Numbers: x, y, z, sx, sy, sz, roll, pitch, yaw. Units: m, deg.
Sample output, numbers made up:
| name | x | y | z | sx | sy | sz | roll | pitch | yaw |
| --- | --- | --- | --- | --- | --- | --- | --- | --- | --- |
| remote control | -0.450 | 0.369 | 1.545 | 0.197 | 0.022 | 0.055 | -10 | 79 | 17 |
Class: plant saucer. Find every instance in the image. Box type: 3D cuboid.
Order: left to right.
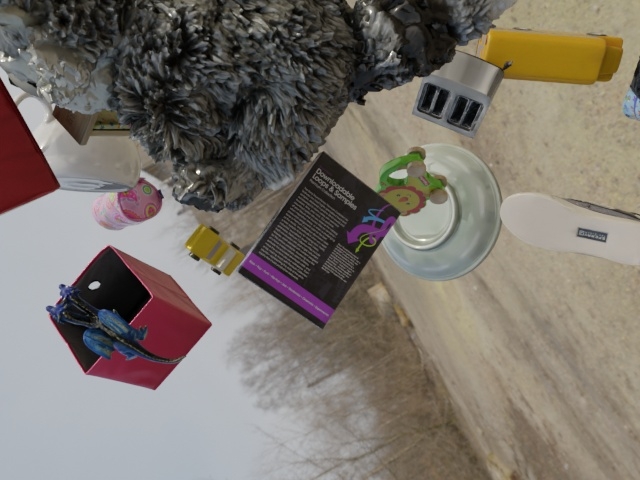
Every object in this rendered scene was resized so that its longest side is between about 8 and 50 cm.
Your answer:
| name | x | y | z | sx | sy | sz | roll | pitch | yaw |
| --- | --- | --- | --- | --- | --- | --- | --- | --- | --- |
| plant saucer | 0.306 | -0.080 | 1.527 | 0.100 | 0.400 | 0.400 | -3 | -122 | -50 |

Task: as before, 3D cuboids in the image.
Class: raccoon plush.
| name | x | y | z | sx | sy | sz | roll | pitch | yaw |
| --- | --- | --- | --- | --- | --- | --- | --- | --- | --- |
| raccoon plush | -0.082 | -0.234 | 0.467 | 0.299 | 0.446 | 0.216 | 46 | -168 | -44 |

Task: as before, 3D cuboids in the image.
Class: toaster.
| name | x | y | z | sx | sy | sz | roll | pitch | yaw |
| --- | --- | --- | --- | --- | --- | --- | --- | --- | --- |
| toaster | 0.316 | -0.341 | 1.238 | 0.168 | 0.110 | 0.185 | 24 | 152 | 8 |

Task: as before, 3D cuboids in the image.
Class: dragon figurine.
| name | x | y | z | sx | sy | sz | roll | pitch | yaw |
| --- | --- | --- | --- | --- | --- | --- | --- | --- | --- |
| dragon figurine | -0.430 | 0.193 | 1.116 | 0.289 | 0.085 | 0.144 | 31 | 170 | 12 |

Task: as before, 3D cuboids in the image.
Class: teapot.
| name | x | y | z | sx | sy | sz | roll | pitch | yaw |
| --- | --- | --- | --- | --- | --- | --- | --- | --- | --- |
| teapot | -0.520 | -0.211 | 1.178 | 0.256 | 0.252 | 0.187 | 172 | 99 | -72 |

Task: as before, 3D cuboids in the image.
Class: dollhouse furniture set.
| name | x | y | z | sx | sy | sz | roll | pitch | yaw |
| --- | --- | --- | --- | --- | --- | --- | --- | --- | --- |
| dollhouse furniture set | -0.245 | -0.207 | 0.664 | 0.161 | 0.101 | 0.182 | 44 | -152 | 16 |

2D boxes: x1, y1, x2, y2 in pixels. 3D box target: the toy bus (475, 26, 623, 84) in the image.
| name | x | y | z | sx | sy | sz | roll | pitch | yaw |
| --- | --- | --- | --- | --- | --- | --- | --- | --- | --- |
| toy bus | 0.538 | -0.434 | 1.265 | 0.130 | 0.333 | 0.108 | -85 | 0 | -63 |

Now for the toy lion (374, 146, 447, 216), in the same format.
| name | x | y | z | sx | sy | sz | roll | pitch | yaw |
| --- | --- | --- | --- | --- | --- | --- | --- | --- | --- |
| toy lion | 0.108 | -0.068 | 0.694 | 0.100 | 0.096 | 0.034 | 41 | -137 | -42 |

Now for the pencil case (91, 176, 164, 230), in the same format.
| name | x | y | z | sx | sy | sz | roll | pitch | yaw |
| --- | --- | --- | --- | --- | --- | --- | --- | --- | --- |
| pencil case | -0.525 | -0.096 | 1.453 | 0.284 | 0.124 | 0.124 | -9 | 114 | 55 |

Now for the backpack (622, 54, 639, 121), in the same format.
| name | x | y | z | sx | sy | sz | roll | pitch | yaw |
| --- | --- | --- | --- | --- | --- | --- | --- | --- | --- |
| backpack | 0.778 | -0.327 | 1.210 | 0.173 | 0.158 | 0.117 | 84 | 180 | -49 |

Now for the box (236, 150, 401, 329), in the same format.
| name | x | y | z | sx | sy | sz | roll | pitch | yaw |
| --- | --- | --- | --- | --- | --- | --- | --- | --- | --- |
| box | 0.000 | 0.000 | 0.596 | 0.116 | 0.162 | 0.029 | 37 | 175 | -14 |

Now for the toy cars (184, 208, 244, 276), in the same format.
| name | x | y | z | sx | sy | sz | roll | pitch | yaw |
| --- | --- | --- | --- | --- | --- | --- | --- | --- | --- |
| toy cars | -0.277 | -0.053 | 1.446 | 0.087 | 0.176 | 0.393 | 30 | 130 | 42 |

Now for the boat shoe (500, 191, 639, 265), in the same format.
| name | x | y | z | sx | sy | sz | roll | pitch | yaw |
| --- | --- | --- | --- | --- | --- | --- | --- | --- | --- |
| boat shoe | 0.601 | -0.033 | 1.244 | 0.340 | 0.127 | 0.158 | 23 | -159 | 32 |

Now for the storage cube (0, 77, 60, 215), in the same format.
| name | x | y | z | sx | sy | sz | roll | pitch | yaw |
| --- | --- | --- | --- | --- | --- | --- | --- | --- | --- |
| storage cube | -0.413 | -0.110 | 0.556 | 0.215 | 0.184 | 0.193 | 22 | 138 | 55 |

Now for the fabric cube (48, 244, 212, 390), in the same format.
| name | x | y | z | sx | sy | sz | roll | pitch | yaw |
| --- | --- | --- | --- | --- | --- | --- | --- | --- | --- |
| fabric cube | -0.509 | 0.211 | 1.459 | 0.259 | 0.254 | 0.258 | 39 | 178 | 33 |
